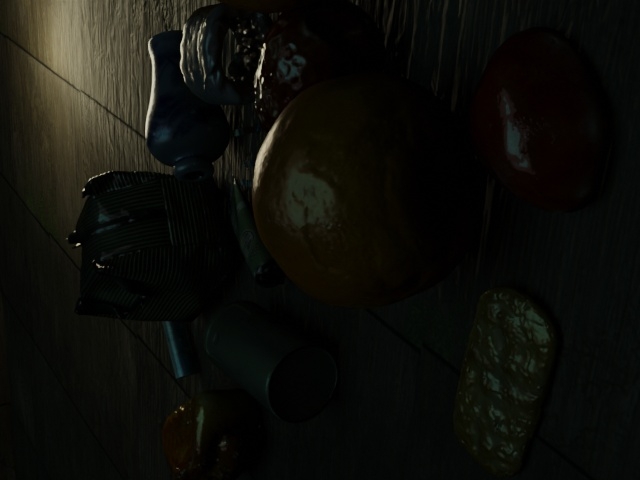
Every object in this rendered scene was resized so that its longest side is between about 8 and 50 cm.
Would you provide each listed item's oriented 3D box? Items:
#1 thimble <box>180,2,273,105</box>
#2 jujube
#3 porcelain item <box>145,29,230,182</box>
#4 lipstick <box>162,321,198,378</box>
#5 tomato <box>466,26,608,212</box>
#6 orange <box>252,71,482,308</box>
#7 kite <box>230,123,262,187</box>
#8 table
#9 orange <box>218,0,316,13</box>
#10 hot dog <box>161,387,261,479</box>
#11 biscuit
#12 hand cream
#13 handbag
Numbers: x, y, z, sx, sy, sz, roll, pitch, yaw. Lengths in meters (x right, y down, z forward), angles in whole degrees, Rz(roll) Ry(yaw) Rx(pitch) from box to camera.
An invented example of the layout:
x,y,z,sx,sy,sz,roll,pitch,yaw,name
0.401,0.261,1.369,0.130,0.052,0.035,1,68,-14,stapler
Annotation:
x,y,z,sx,sy,sz,roll,pitch,yaw,name
-0.134,-0.279,1.394,0.118,0.127,0.151,16,113,55,thimble
-0.008,-0.201,1.189,0.168,0.168,0.236,66,156,21,jujube
-0.231,-0.225,1.576,0.141,0.141,0.259,-44,52,55,porcelain item
-0.288,0.198,1.886,0.048,0.048,0.158,-29,74,58,lipstick
0.206,-0.112,0.924,0.174,0.082,0.166,56,142,37,tomato
0.048,-0.055,1.033,0.261,0.261,0.261,26,122,54,orange
-0.056,-0.138,1.423,0.310,0.015,0.169,14,111,55,kite
-0.080,0.185,1.457,0.220,0.126,0.126,24,120,55,table
-0.062,-0.380,1.052,0.246,0.246,0.246,26,122,54,orange
-0.201,0.372,1.706,0.256,0.150,0.153,-43,54,55,hot dog
0.206,0.164,1.065,0.118,0.029,0.247,42,133,45,biscuit
-0.114,-0.006,1.530,0.235,0.055,0.086,-122,36,-43,hand cream
-0.322,0.015,1.699,0.341,0.240,0.247,-47,53,57,handbag
